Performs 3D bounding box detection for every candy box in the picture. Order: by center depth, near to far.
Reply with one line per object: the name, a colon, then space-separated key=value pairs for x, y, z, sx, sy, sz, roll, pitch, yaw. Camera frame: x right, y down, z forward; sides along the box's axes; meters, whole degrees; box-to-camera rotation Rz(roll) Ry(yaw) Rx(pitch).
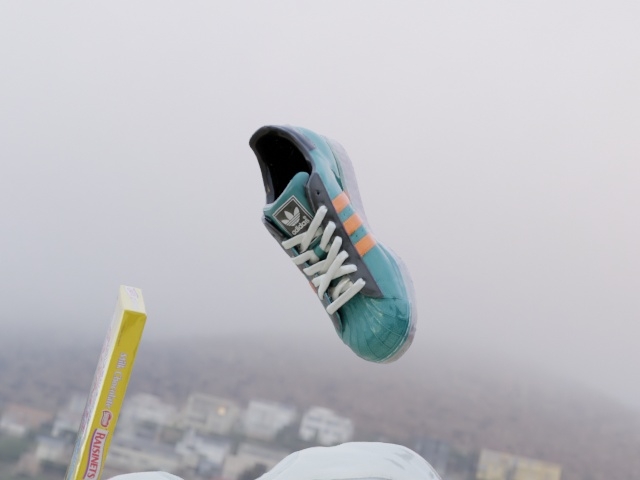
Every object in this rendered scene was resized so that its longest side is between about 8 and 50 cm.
candy box: x=-0.202 y=0.150 z=1.429 sx=0.027 sy=0.206 sz=0.105 roll=15 pitch=8 yaw=-14

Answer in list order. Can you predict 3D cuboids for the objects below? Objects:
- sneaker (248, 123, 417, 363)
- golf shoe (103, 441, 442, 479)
sneaker: x=0.000 y=0.000 z=1.648 sx=0.108 sy=0.302 sz=0.121 roll=-41 pitch=-35 yaw=25
golf shoe: x=-0.074 y=0.198 z=0.873 sx=0.306 sy=0.115 sz=0.140 roll=-16 pitch=14 yaw=8
